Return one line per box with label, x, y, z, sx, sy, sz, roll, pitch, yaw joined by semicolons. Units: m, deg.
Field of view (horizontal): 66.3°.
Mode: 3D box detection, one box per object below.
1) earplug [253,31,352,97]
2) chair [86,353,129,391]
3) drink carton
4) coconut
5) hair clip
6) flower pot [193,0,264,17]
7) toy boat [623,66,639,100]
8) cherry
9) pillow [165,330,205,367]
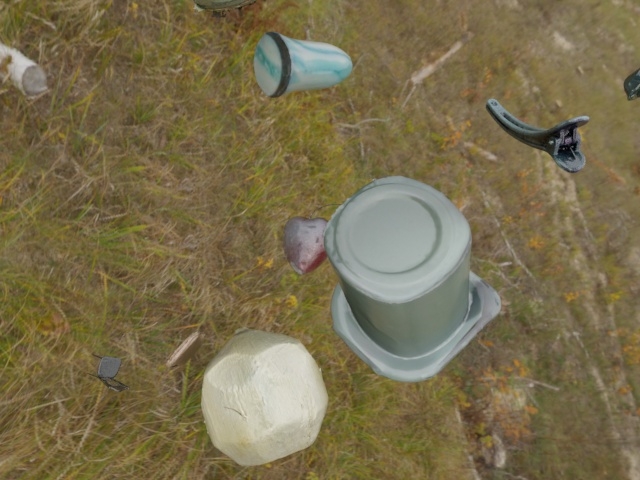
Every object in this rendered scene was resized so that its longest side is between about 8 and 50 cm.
earplug;-0.025;-0.551;1.538;0.324;0.185;0.184;-17;80;-38
chair;-0.337;0.208;0.783;0.037;0.086;0.042;28;77;-51
drink carton;0.098;0.046;0.576;0.191;0.189;0.185;-39;62;-10
coconut;-0.159;0.414;1.376;0.347;0.346;0.359;-9;77;-37
hair clip;0.342;-0.189;0.819;0.048;0.275;0.083;-15;116;-5
flower pot;-0.141;-0.519;0.711;0.259;0.291;0.290;50;43;-48
toy boat;0.514;-0.254;0.748;0.141;0.055;0.060;-33;63;-15
cherry;-0.002;0.006;1.122;0.115;0.188;0.148;67;37;-47
pillow;-0.401;0.329;1.473;0.034;0.211;0.135;42;73;6
